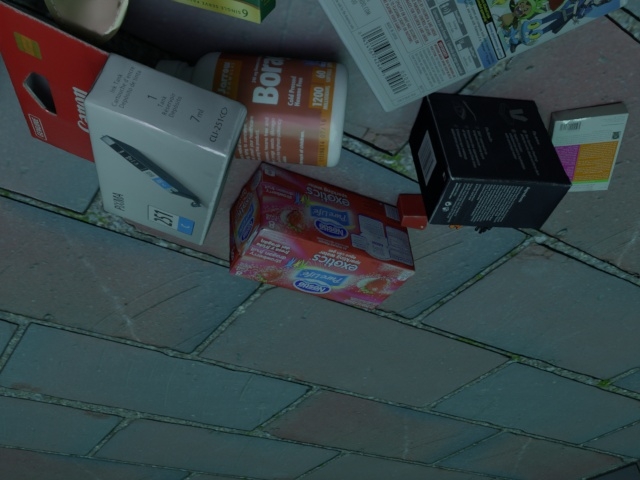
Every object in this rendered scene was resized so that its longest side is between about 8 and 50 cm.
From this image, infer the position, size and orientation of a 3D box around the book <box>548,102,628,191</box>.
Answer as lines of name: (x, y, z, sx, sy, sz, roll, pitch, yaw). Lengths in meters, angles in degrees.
book: (0.375, -0.128, 0.888, 0.096, 0.035, 0.144, -6, 142, 6)

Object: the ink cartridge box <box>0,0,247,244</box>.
ink cartridge box: (-0.232, -0.106, 0.686, 0.261, 0.066, 0.296, 22, 159, -8)

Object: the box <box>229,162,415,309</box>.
box: (0.000, 0.000, 0.929, 0.257, 0.128, 0.122, 16, 137, -26)

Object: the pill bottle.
pill bottle: (-0.079, -0.154, 0.718, 0.216, 0.121, 0.121, 5, 141, 0)

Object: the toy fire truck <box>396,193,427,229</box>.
toy fire truck: (0.223, -0.072, 0.927, 0.192, 0.047, 0.135, 2, 141, -9)

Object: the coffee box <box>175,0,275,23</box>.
coffee box: (-0.099, -0.302, 0.570, 0.113, 0.040, 0.184, 19, 143, 10)

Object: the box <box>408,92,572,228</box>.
box: (0.212, -0.103, 0.800, 0.159, 0.155, 0.093, 2, 142, -10)

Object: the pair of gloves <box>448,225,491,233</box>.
pair of gloves: (0.257, -0.041, 1.001, 0.083, 0.010, 0.074, 9, 137, -20)

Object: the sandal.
sandal: (-0.223, -0.307, 0.562, 0.088, 0.079, 0.239, -8, 119, -1)

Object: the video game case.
video game case: (0.135, -0.308, 0.629, 0.300, 0.036, 0.329, -21, 138, 20)
